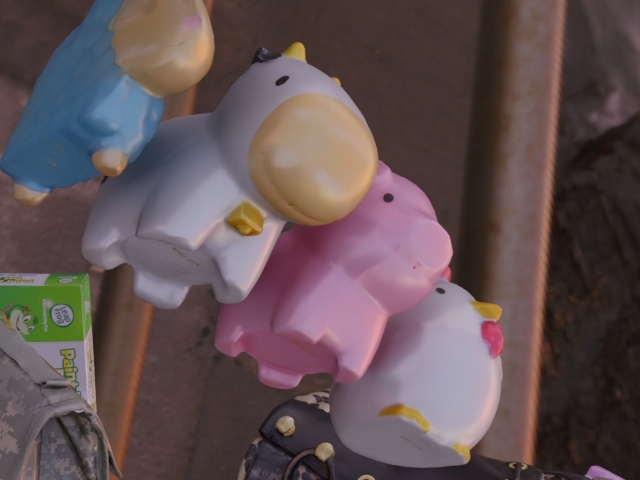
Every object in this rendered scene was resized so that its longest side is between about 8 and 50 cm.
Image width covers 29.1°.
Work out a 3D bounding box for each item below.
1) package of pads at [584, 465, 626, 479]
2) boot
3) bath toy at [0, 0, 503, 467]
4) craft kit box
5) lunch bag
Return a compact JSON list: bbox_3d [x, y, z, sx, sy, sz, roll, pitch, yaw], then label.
[{"bbox_3d":[0.319,0.268,1.306,0.032,0.083,0.050,-64,162,-1],"label":"package of pads"},{"bbox_3d":[0.060,0.234,0.939,0.377,0.284,0.138,-23,127,-57],"label":"boot"},{"bbox_3d":[0.000,0.000,0.660,0.348,0.151,0.129,45,49,-40],"label":"bath toy"},{"bbox_3d":[-0.442,0.169,1.721,0.246,0.061,0.250,-1,107,-1],"label":"craft kit box"},{"bbox_3d":[-0.319,0.219,1.224,0.169,0.235,0.287,-3,117,-44],"label":"lunch bag"}]
